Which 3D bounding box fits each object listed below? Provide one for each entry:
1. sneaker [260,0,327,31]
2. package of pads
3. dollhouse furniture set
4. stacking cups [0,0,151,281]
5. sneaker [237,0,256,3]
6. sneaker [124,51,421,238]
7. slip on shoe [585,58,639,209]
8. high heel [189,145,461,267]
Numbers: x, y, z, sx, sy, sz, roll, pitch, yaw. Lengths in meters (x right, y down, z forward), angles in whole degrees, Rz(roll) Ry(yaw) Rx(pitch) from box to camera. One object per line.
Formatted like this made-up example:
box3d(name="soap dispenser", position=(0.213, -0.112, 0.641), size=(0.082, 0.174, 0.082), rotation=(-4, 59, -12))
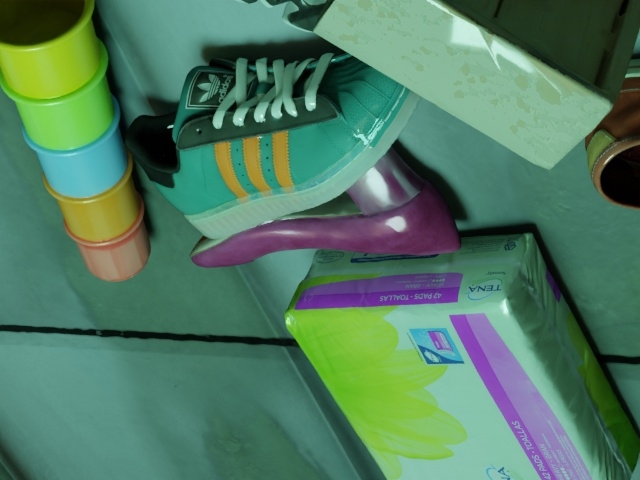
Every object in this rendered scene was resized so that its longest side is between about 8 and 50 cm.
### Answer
box3d(name="sneaker", position=(-0.033, -0.278, 1.029), size=(0.110, 0.118, 0.292), rotation=(1, 131, 41))
box3d(name="package of pads", position=(0.124, 0.126, 1.431), size=(0.229, 0.101, 0.296), rotation=(-5, 133, 33))
box3d(name="dollhouse furniture set", position=(0.183, -0.257, 0.805), size=(0.362, 0.256, 0.394), rotation=(30, 142, -9))
box3d(name="stacking cups", position=(-0.209, -0.087, 1.383), size=(0.096, 0.096, 0.316), rotation=(13, 145, 16))
box3d(name="sneaker", position=(-0.058, -0.208, 1.188), size=(0.035, 0.031, 0.083), rotation=(0, 137, 28))
box3d(name="sneaker", position=(-0.045, -0.091, 1.259), size=(0.121, 0.108, 0.302), rotation=(39, 142, -23))
box3d(name="slip on shoe", position=(0.339, -0.038, 1.115), size=(0.331, 0.101, 0.123), rotation=(14, 140, 12))
box3d(name="high heel", position=(0.000, 0.000, 1.369), size=(0.244, 0.082, 0.117), rotation=(-27, 111, 32))
